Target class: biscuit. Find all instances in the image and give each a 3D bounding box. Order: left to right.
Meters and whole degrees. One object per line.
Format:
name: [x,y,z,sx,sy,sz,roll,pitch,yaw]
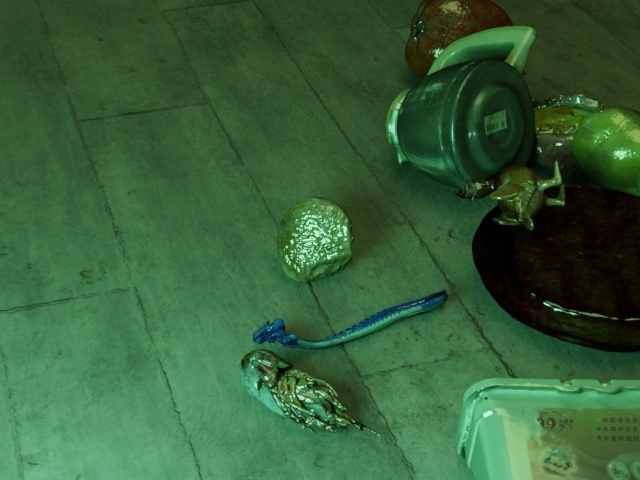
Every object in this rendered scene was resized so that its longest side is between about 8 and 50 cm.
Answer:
biscuit: [0.453,0.043,1.850,0.407,0.091,0.407,1,33,-1]

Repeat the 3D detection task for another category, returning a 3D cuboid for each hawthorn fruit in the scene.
hawthorn fruit: [0.317,-0.417,2.388,0.262,0.210,0.210,17,34,-13]

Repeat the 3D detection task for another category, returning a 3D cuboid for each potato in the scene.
potato: [0.572,-0.145,1.996,0.248,0.169,0.143,23,75,15]

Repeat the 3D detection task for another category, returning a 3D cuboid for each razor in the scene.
razor: [0.059,0.129,1.748,0.324,0.093,0.056,-10,78,-22]

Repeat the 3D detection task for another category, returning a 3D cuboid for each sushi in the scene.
sushi: [0.441,-0.192,2.151,0.241,0.107,0.161,-6,37,2]

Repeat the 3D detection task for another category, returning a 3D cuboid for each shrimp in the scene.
shrimp: [-0.014,0.225,1.591,0.233,0.079,0.090,25,26,16]

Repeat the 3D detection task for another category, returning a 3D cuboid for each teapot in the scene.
teapot: [0.249,-0.255,2.081,0.239,0.322,0.239,6,2,-44]

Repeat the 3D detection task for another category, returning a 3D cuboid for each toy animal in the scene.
toy animal: [0.316,-0.070,1.868,0.179,0.089,0.188,-7,30,17]

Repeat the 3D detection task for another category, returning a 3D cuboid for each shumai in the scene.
shumai: [-0.001,-0.004,1.881,0.145,0.146,0.116,12,1,13]

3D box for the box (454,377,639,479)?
box: [0.342,0.299,1.443,0.311,0.175,0.182,0,46,-3]
